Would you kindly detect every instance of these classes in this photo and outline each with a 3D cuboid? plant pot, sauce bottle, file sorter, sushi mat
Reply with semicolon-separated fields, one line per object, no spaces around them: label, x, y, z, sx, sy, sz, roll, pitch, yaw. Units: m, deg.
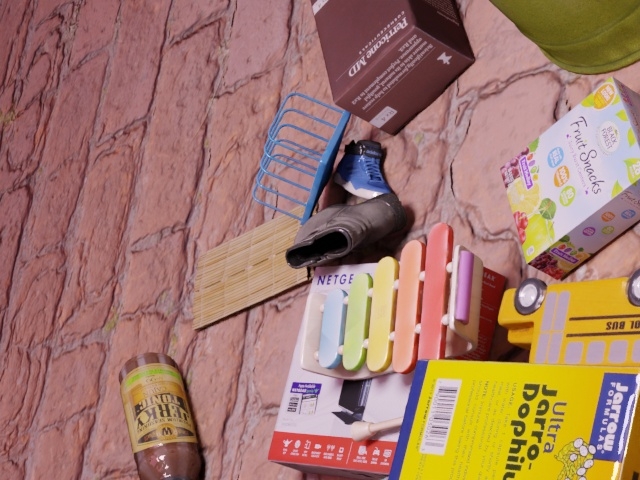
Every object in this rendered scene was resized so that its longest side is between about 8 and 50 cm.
plant pot;0.294;-0.457;1.954;0.366;0.353;0.366;-32;46;40
sauce bottle;-0.253;0.334;2.434;0.111;0.111;0.344;-49;39;24
file sorter;-0.033;-0.130;2.329;0.170;0.104;0.118;109;-176;-54
sushi mat;-0.114;0.044;2.497;0.316;0.019;0.151;-25;52;45

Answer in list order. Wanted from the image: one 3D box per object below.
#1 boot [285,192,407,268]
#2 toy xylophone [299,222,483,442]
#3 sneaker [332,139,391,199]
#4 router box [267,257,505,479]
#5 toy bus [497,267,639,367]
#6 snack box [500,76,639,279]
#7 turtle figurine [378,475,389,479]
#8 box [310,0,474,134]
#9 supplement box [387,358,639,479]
boot;0.000;0.000;2.229;0.246;0.161;0.083;-24;91;49
toy xylophone;0.101;0.128;1.955;0.322;0.081;0.236;-29;49;42
sneaker;0.074;-0.112;2.304;0.152;0.058;0.085;35;108;62
router box;0.087;0.183;2.088;0.335;0.082;0.301;-6;66;52
toy bus;0.356;0.111;1.748;0.332;0.108;0.130;-9;65;51
snack box;0.340;-0.079;1.916;0.207;0.070;0.174;-40;41;30
turtle figurine;0.135;0.413;1.862;0.175;0.118;0.234;88;164;-58
box;0.096;-0.375;2.366;0.191;0.143;0.381;-42;43;30
supplement box;0.270;0.256;1.696;0.356;0.194;0.195;-4;67;53
